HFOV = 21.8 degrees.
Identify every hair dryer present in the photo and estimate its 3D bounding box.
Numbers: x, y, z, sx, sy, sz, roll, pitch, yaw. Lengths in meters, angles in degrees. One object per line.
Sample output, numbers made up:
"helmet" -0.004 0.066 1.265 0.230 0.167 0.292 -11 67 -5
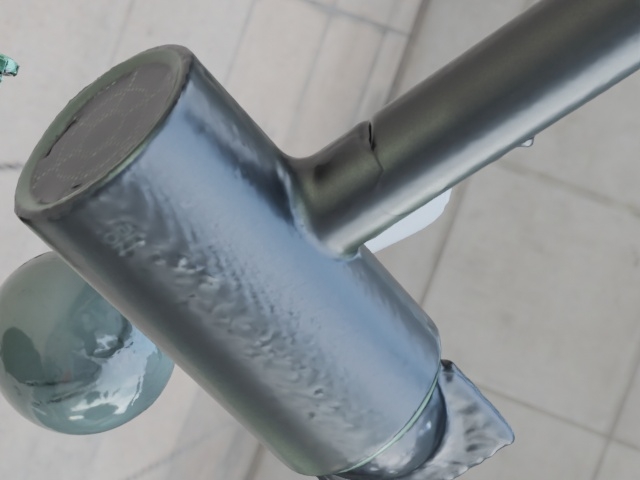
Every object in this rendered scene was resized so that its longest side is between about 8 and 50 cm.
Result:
"hair dryer" 0.055 -0.017 0.548 0.248 0.195 0.078 -33 -150 20

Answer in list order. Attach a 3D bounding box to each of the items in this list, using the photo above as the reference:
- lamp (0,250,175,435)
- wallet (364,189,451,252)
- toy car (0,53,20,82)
"lamp" -0.131 0.054 0.905 0.105 0.105 0.105 21 90 -78
"wallet" 0.000 0.000 1.054 0.190 0.033 0.095 -28 162 -10
"toy car" -0.298 -0.117 1.339 0.054 0.143 0.073 28 75 -34
